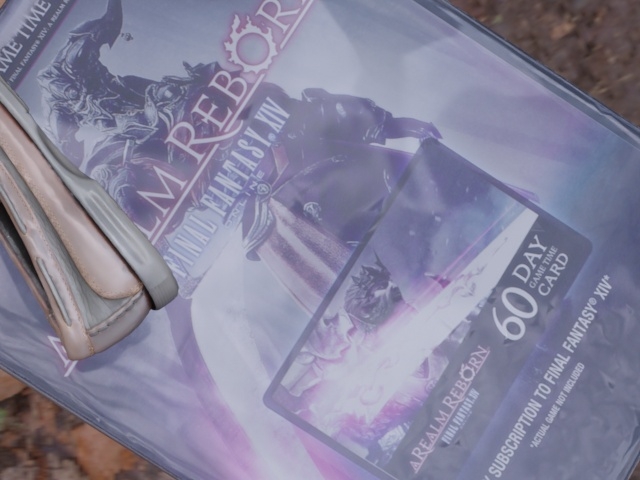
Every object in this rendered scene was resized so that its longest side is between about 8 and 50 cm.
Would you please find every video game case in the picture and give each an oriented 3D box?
[{"bbox_3d":[0.000,0.000,0.563,0.274,0.026,0.196,33,80,-4],"label":"video game case"}]

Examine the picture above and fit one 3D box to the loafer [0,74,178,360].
[{"bbox_3d":[-0.095,-0.019,0.464,0.039,0.045,0.125,-41,79,-13],"label":"loafer"}]
